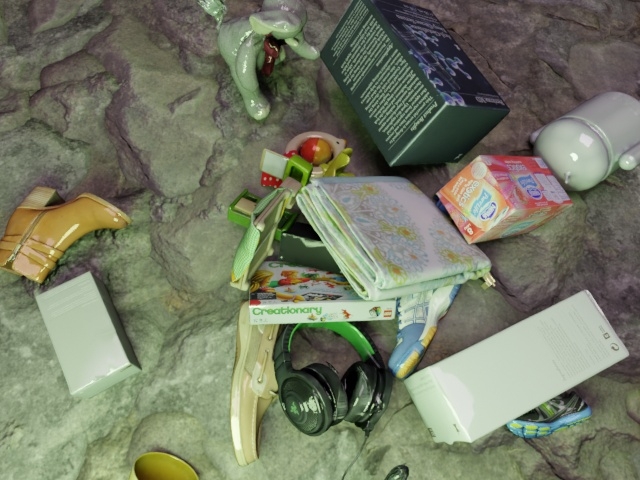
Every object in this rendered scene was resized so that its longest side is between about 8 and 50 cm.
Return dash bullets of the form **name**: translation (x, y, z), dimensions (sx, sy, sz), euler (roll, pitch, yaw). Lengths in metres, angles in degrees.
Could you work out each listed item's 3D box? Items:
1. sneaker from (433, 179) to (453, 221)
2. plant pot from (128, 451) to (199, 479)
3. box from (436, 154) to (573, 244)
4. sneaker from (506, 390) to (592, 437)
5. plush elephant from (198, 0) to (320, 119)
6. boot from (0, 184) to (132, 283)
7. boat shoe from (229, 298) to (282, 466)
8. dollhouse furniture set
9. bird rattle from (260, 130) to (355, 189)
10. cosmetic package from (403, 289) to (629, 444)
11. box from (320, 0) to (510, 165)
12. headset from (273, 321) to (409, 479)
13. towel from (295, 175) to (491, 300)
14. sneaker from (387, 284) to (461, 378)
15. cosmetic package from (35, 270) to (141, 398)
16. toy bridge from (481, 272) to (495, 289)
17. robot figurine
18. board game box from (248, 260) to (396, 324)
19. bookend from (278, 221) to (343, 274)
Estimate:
- **sneaker**: translation (0.354, -0.138, 1.229), dimensions (0.082, 0.069, 0.209), euler (29, 71, 20)
- **plant pot**: translation (-0.311, 0.486, 0.885), dimensions (0.134, 0.134, 0.095), euler (27, 91, 8)
- **box**: translation (0.445, -0.100, 1.115), dimensions (0.300, 0.142, 0.154), euler (-8, 63, -41)
- **sneaker**: translation (0.490, 0.377, 1.021), dimensions (0.188, 0.067, 0.078), euler (-12, 46, -7)
- **plush elephant**: translation (-0.122, -0.535, 1.214), dimensions (0.255, 0.330, 0.272), euler (-3, 55, 28)
- **boot**: translation (-0.603, -0.006, 1.084), dimensions (0.283, 0.109, 0.220), euler (14, 64, 5)
- **boat shoe**: translation (-0.124, 0.285, 0.980), dimensions (0.110, 0.121, 0.341), euler (1, 64, -3)
- **dollhouse furniture set**: translation (-0.154, -0.063, 1.034), dimensions (0.151, 0.197, 0.301), euler (25, 39, 5)
- **bird rattle**: translation (-0.027, -0.204, 1.234), dimensions (0.253, 0.143, 0.207), euler (8, 53, 14)
- **cosmetic package**: translation (0.391, 0.268, 0.975), dimensions (0.385, 0.217, 0.156), euler (-20, 69, -14)
- **box**: translation (0.236, -0.411, 1.211), dimensions (0.293, 0.212, 0.395), euler (-11, 64, -41)
- **headset**: translation (0.052, 0.298, 0.918), dimensions (0.243, 0.185, 0.394), euler (7, 48, -30)
- **towel**: translation (0.164, -0.018, 1.050), dimensions (0.374, 0.090, 0.320), euler (-7, 49, -37)
- **sneaker**: translation (0.211, 0.175, 1.072), dimensions (0.131, 0.112, 0.296), euler (28, 58, 17)
- **cosmetic package**: translation (-0.497, 0.202, 1.005), dimensions (0.127, 0.107, 0.238), euler (-26, 73, -15)
- **toy bridge**: translation (0.368, 0.039, 1.157), dimensions (0.026, 0.063, 0.188), euler (-32, 71, -17)
- **robot figurine**: translation (0.715, -0.261, 1.241), dimensions (0.353, 0.200, 0.300), euler (-32, 33, -17)
- **board game box**: translation (-0.005, 0.108, 1.040), dimensions (0.305, 0.053, 0.193), euler (-1, 25, -8)
- **bookend**: translation (0.000, 0.000, 1.109), dimensions (0.157, 0.072, 0.156), euler (13, 26, 9)
